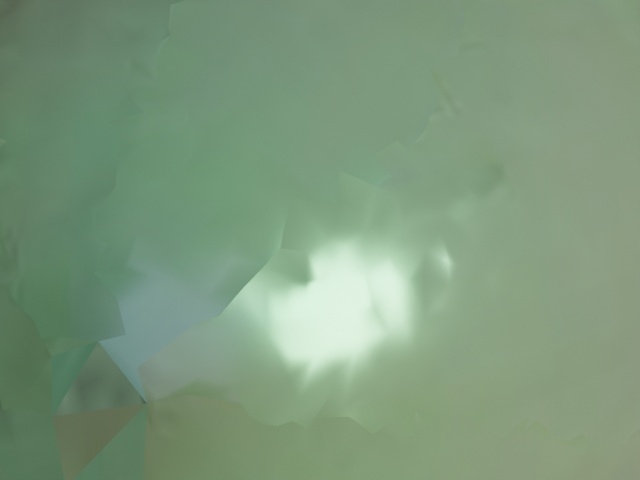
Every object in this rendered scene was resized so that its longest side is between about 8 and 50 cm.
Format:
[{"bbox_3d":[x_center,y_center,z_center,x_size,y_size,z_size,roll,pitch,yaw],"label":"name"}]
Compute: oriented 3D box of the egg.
[{"bbox_3d":[0.000,0.000,0.496,0.355,0.340,0.354,4,106,13],"label":"egg"}]
